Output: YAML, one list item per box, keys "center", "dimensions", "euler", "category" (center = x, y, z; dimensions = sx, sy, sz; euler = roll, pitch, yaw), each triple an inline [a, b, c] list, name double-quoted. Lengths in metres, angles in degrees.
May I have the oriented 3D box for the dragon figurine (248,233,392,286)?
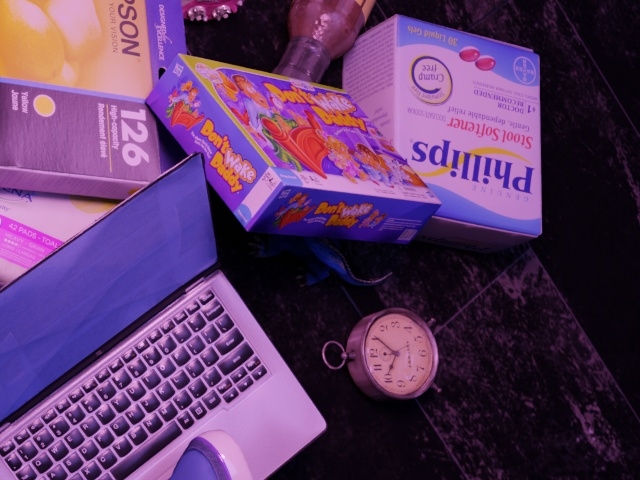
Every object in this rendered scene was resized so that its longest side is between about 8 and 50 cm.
- center: [0.000, 0.000, 1.923]
  dimensions: [0.289, 0.144, 0.085]
  euler: [32, 63, -22]
  category: "dragon figurine"

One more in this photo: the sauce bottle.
- center: [0.018, -0.343, 2.042]
  dimensions: [0.111, 0.111, 0.344]
  euler: [36, 61, -20]
  category: "sauce bottle"

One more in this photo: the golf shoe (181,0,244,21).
- center: [-0.244, -0.378, 1.903]
  dimensions: [0.306, 0.115, 0.140]
  euler: [3, 61, -34]
  category: "golf shoe"

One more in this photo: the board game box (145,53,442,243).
- center: [-0.026, -0.109, 1.792]
  dimensions: [0.347, 0.078, 0.233]
  euler: [4, 41, -54]
  category: "board game box"

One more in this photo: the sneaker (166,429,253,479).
- center: [-0.209, 0.385, 1.635]
  dimensions: [0.236, 0.130, 0.323]
  euler: [-9, 120, -40]
  category: "sneaker"

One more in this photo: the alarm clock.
- center: [0.082, 0.161, 1.982]
  dimensions: [0.192, 0.064, 0.129]
  euler: [5, 76, -34]
  category: "alarm clock"

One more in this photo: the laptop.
- center: [-0.204, 0.179, 1.646]
  dimensions: [0.382, 0.236, 0.408]
  euler: [-37, 100, -19]
  category: "laptop"

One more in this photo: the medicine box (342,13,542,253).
- center: [0.177, -0.147, 2.069]
  dimensions: [0.263, 0.149, 0.289]
  euler: [10, 72, -30]
  category: "medicine box"

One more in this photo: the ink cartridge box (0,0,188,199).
- center: [-0.276, -0.203, 1.730]
  dimensions: [0.307, 0.072, 0.304]
  euler: [4, 69, -33]
  category: "ink cartridge box"

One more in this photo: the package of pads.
- center: [-0.335, -0.061, 1.755]
  dimensions: [0.229, 0.101, 0.297]
  euler: [26, 65, -26]
  category: "package of pads"
